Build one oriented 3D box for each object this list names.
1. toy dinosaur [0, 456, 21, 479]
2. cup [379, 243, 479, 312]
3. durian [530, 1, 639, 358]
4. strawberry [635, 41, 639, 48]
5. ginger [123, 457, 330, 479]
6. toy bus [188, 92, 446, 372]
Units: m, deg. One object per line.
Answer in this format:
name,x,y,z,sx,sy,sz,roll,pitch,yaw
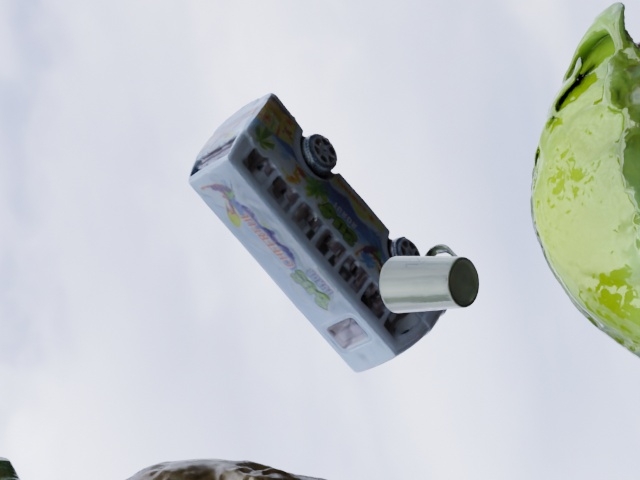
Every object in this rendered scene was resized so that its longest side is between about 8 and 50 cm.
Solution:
toy dinosaur,-0.388,0.294,1.887,0.301,0.447,0.087,-10,-75,-57
cup,0.109,0.038,1.436,0.075,0.083,0.054,-23,-76,-45
durian,0.215,-0.030,1.059,0.101,0.139,0.250,-4,-106,-37
strawberry,0.377,-0.128,1.477,0.201,0.187,0.184,16,-144,-27
ginger,-0.043,0.187,0.987,0.333,0.166,0.080,6,-111,-39
toy bus,0.000,0.000,1.693,0.330,0.109,0.136,49,-140,-15
